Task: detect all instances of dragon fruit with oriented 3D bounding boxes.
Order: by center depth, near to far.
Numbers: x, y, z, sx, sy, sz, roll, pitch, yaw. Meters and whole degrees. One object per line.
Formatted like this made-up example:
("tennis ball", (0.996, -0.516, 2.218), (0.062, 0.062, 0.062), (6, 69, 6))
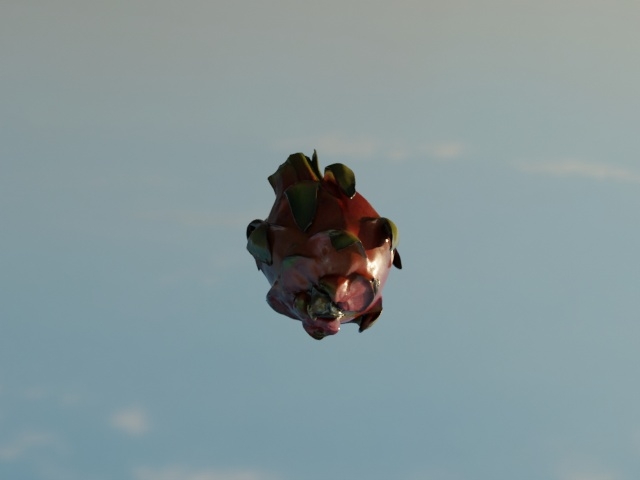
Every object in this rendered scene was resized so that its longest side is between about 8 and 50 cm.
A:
("dragon fruit", (-0.002, 0.000, 1.114), (0.081, 0.086, 0.116), (17, -150, -43))
